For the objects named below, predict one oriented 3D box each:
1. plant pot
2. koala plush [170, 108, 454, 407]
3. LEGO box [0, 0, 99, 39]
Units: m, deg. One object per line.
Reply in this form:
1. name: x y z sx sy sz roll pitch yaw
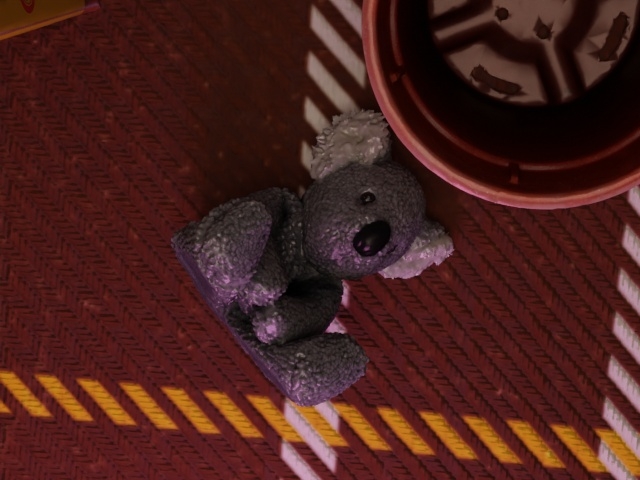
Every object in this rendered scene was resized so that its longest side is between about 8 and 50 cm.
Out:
1. plant pot: 0.178 -0.183 1.234 0.272 0.265 0.272 1 102 6
2. koala plush: 0.000 0.000 1.359 0.221 0.203 0.196 -37 107 -9
3. LEGO box: -0.343 -0.321 1.131 0.193 0.500 0.373 -7 103 8
